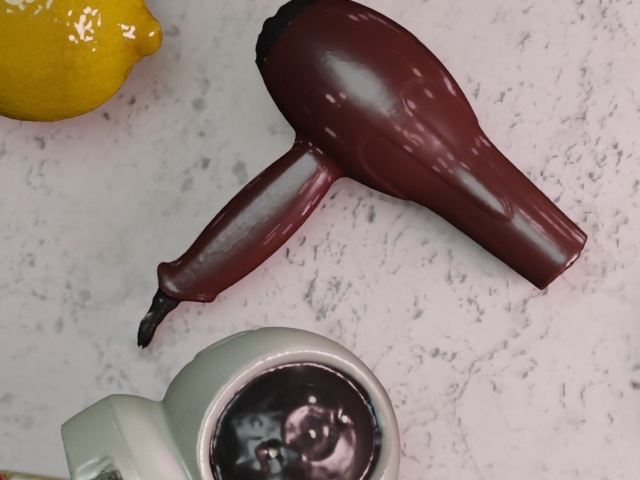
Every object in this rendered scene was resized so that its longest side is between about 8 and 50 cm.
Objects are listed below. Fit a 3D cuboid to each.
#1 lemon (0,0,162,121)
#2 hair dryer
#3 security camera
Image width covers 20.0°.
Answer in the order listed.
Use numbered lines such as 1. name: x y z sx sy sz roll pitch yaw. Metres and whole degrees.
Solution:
1. lemon: -0.244 -0.192 1.510 0.244 0.187 0.186 9 75 17
2. hair dryer: 0.000 0.000 1.466 0.340 0.123 0.312 -45 81 6
3. security camera: -0.055 0.170 1.364 0.236 0.194 0.194 -24 70 -3
